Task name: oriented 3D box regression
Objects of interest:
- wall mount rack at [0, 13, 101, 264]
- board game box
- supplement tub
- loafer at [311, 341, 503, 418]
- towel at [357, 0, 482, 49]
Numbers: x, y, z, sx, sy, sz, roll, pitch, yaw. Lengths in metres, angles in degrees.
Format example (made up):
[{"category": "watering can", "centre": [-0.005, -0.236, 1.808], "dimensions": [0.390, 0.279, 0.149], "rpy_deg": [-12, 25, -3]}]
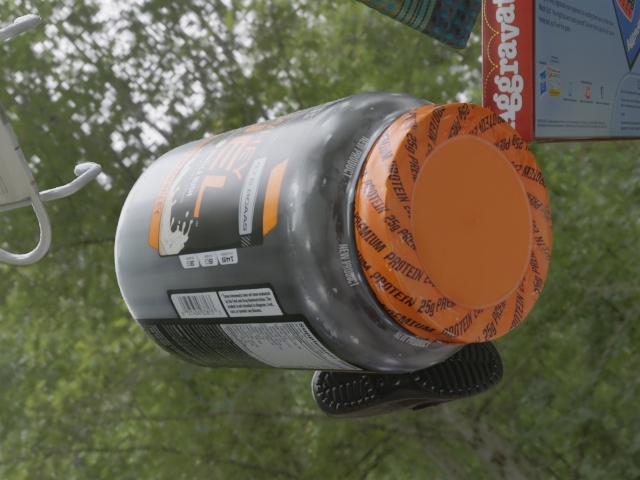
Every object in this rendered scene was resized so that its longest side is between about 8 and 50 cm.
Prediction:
[{"category": "wall mount rack", "centre": [-0.451, -0.139, 1.307], "dimensions": [0.304, 0.350, 0.130], "rpy_deg": [-10, 22, 22]}, {"category": "board game box", "centre": [0.145, -0.125, 0.561], "dimensions": [0.281, 0.027, 0.145], "rpy_deg": [-10, -78, -61]}, {"category": "supplement tub", "centre": [0.000, 0.000, 0.462], "dimensions": [0.117, 0.117, 0.190], "rpy_deg": [-31, 14, -37]}, {"category": "loafer", "centre": [0.091, 0.148, 1.141], "dimensions": [0.220, 0.080, 0.078], "rpy_deg": [-6, -20, -14]}, {"category": "towel", "centre": [0.036, -0.377, 0.992], "dimensions": [0.370, 0.040, 0.271], "rpy_deg": [21, -87, -25]}]
